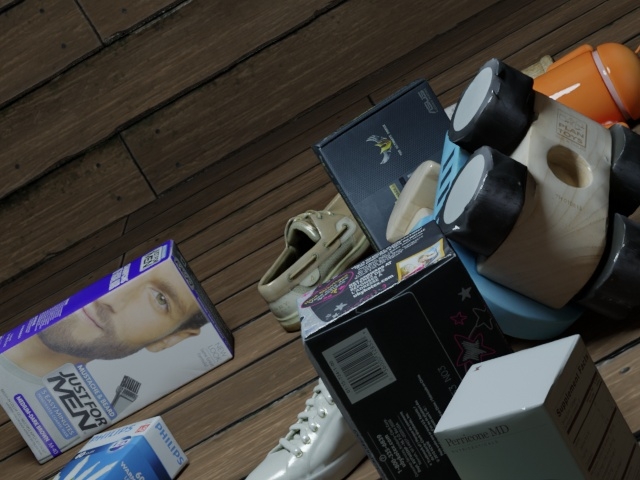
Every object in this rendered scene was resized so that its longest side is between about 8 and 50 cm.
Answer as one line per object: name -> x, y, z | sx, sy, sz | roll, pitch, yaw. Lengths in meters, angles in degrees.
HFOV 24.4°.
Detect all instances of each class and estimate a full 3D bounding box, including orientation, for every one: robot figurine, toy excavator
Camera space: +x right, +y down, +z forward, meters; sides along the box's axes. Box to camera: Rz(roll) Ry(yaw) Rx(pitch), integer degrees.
robot figurine -> 0.394, -0.208, 2.178 | 0.219, 0.128, 0.158 | -27, 12, 15
toy excavator -> 0.187, -0.018, 1.769 | 0.445, 0.222, 0.433 | -51, 19, 44

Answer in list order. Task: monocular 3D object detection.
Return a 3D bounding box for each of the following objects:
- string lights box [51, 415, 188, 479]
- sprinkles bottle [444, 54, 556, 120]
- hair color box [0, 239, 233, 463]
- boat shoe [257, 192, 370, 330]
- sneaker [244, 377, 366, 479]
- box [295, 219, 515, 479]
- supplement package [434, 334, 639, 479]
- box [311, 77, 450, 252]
string lights box -> -0.289, 0.332, 1.821 | 0.133, 0.077, 0.260 | -21, 17, 37
sprinkles bottle -> 0.232, -0.162, 2.344 | 0.355, 0.121, 0.121 | -27, 15, 13
hair color box -> -0.320, 0.167, 2.212 | 0.339, 0.185, 0.110 | -30, 15, 4
boat shoe -> 0.000, 0.000, 2.211 | 0.109, 0.098, 0.302 | -16, 31, 44
sneaker -> 0.014, 0.182, 1.642 | 0.290, 0.123, 0.106 | -36, 18, -15
box -> 0.104, 0.135, 1.372 | 0.163, 0.247, 0.142 | -30, 13, 4
supplement package -> 0.188, 0.184, 1.180 | 0.105, 0.179, 0.105 | -21, 18, 35
box -> 0.124, -0.083, 2.073 | 0.183, 0.233, 0.059 | -32, 9, -7
